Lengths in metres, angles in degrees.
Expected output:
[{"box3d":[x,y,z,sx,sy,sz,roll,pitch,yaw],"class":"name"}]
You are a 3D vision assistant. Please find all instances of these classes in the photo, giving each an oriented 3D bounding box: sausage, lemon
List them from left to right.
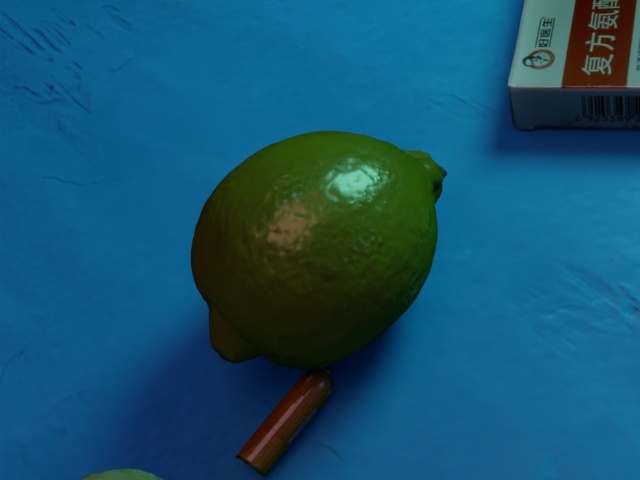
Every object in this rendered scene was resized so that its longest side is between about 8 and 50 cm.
[{"box3d":[-0.024,0.144,0.781,0.031,0.031,0.107,27,66,33],"class":"sausage"},{"box3d":[0.000,0.000,0.786,0.248,0.184,0.184,-41,52,-13],"class":"lemon"}]

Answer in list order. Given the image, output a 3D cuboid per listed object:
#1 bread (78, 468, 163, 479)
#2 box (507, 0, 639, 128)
[{"box3d":[-0.115,0.260,0.637,0.170,0.197,0.197,22,63,46],"class":"bread"},{"box3d":[0.319,-0.260,0.945,0.214,0.069,0.353,4,54,22],"class":"box"}]
